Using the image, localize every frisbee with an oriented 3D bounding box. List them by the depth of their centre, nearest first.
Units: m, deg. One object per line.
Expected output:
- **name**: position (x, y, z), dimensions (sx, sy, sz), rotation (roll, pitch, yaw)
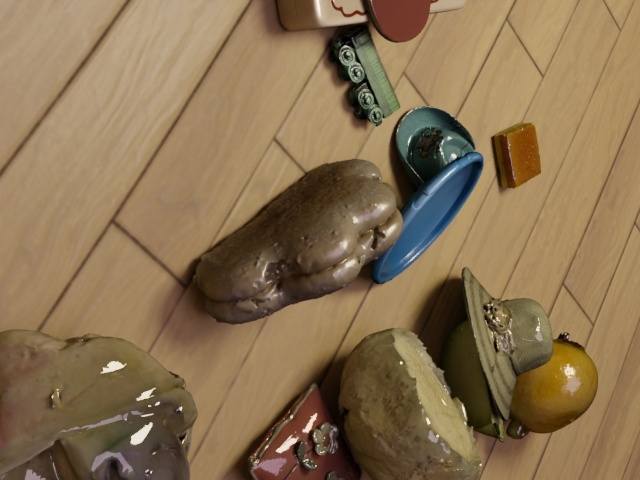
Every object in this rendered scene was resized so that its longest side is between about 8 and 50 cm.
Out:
- **frisbee**: position (0.146, -0.038, 1.574), dimensions (0.242, 0.045, 0.242), rotation (-46, 165, -15)

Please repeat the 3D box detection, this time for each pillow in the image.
- **pillow**: position (-0.014, 0.314, 1.486), dimensions (0.171, 0.075, 0.179), rotation (-45, 124, -36)

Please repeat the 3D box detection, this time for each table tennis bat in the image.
- **table tennis bat**: position (0.096, -0.395, 1.494), dimensions (0.138, 0.022, 0.246), rotation (-29, 115, -41)

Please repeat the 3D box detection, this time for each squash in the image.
- **squash**: position (0.240, 0.240, 1.744), dimensions (0.184, 0.085, 0.191), rotation (56, 25, -61)

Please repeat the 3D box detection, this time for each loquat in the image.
- **loquat**: position (0.376, 0.248, 1.821), dimensions (0.204, 0.149, 0.172), rotation (-49, 168, -8)

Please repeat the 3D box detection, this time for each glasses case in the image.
- **glasses case**: position (0.077, -0.382, 1.542), dimensions (0.336, 0.076, 0.144), rotation (-20, 105, -43)

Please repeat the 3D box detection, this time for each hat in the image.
- **hat**: position (0.195, -0.120, 1.673), dimensions (0.191, 0.078, 0.138), rotation (45, 64, -37)
- **hat**: position (0.307, 0.149, 1.693), dimensions (0.252, 0.110, 0.252), rotation (-17, 90, -76)

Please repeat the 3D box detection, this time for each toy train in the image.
- **toy train**: position (0.065, -0.234, 1.561), dimensions (0.071, 0.038, 0.148), rotation (-41, 121, -27)

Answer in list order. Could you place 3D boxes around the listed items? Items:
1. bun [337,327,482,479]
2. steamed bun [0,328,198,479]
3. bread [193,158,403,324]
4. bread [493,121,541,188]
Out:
- **bun**: position (0.115, 0.258, 1.537), dimensions (0.259, 0.152, 0.259), rotation (55, 11, -16)
- **steamed bun**: position (-0.250, 0.241, 1.154), dimensions (0.268, 0.207, 0.280), rotation (42, 65, -39)
- **bread**: position (-0.003, -0.005, 1.411), dimensions (0.337, 0.183, 0.102), rotation (-40, 116, -39)
- **bread**: position (0.335, -0.145, 1.844), dimensions (0.090, 0.035, 0.094), rotation (-25, 110, -41)
